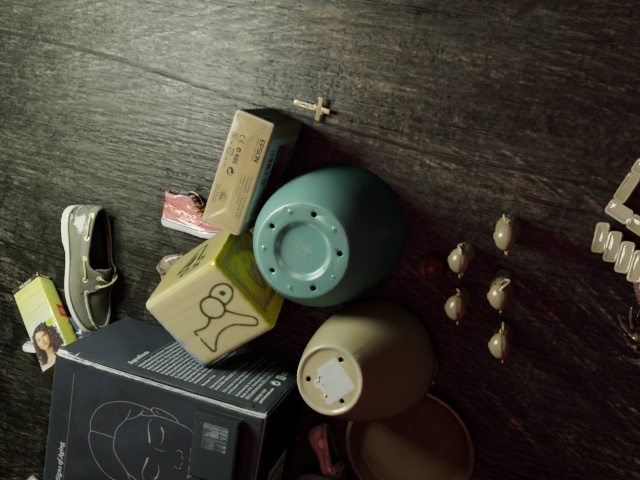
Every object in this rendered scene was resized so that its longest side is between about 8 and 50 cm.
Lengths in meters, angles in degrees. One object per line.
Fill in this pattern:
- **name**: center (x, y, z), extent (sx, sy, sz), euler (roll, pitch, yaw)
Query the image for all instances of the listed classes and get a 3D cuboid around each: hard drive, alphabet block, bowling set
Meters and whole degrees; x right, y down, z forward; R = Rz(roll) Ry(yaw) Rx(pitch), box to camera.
- **hard drive**: center (-0.199, 0.393, 1.363), extent (0.094, 0.022, 0.135), euler (11, 102, 15)
- **alphabet block**: center (-0.207, 0.109, 1.500), extent (0.197, 0.193, 0.192), euler (-30, 111, 24)
- **bowling set**: center (0.281, 0.089, 1.387), extent (0.200, 0.154, 0.286), euler (0, 100, 18)

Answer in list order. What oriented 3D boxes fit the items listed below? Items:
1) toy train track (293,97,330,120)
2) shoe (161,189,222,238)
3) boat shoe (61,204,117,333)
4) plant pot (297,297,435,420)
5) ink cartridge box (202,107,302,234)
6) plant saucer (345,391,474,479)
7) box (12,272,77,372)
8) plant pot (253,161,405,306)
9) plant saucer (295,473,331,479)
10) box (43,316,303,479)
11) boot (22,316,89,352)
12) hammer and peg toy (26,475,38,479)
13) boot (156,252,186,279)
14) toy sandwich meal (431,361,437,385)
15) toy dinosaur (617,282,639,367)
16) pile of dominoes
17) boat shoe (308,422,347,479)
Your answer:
- **toy train track**: center (-0.016, -0.278, 1.491), extent (0.083, 0.014, 0.048), euler (20, 113, 19)
- **shoe**: center (-0.270, -0.058, 1.586), extent (0.178, 0.063, 0.081), euler (14, 108, 19)
- **boat shoe**: center (-0.528, 0.067, 1.670), extent (0.091, 0.109, 0.304), euler (-3, 95, 23)
- **plant pot**: center (0.069, 0.247, 1.399), extent (0.257, 0.274, 0.256), euler (0, 89, 22)
- **ink cartridge box**: center (-0.134, -0.145, 1.457), extent (0.088, 0.193, 0.234), euler (23, 107, 11)
- **plant saucer**: center (0.191, 0.442, 1.543), extent (0.278, 0.041, 0.277), euler (4, 102, 17)
- **box**: center (-0.650, 0.195, 1.711), extent (0.087, 0.058, 0.232), euler (-37, 65, 8)
- **plant pot**: center (0.000, 0.000, 1.419), extent (0.293, 0.235, 0.292), euler (4, 102, 18)
- **plant saucer**: center (0.012, 0.607, 1.594), extent (0.195, 0.037, 0.194), euler (18, 127, 25)
- **box**: center (-0.322, 0.477, 1.578), extent (0.472, 0.297, 0.479), euler (13, 103, 13)
- **boot**: center (-0.647, 0.230, 1.769), extent (0.190, 0.069, 0.086), euler (-4, 87, 15)
- **hammer and peg toy**: center (-0.624, 0.738, 1.754), extent (0.361, 0.127, 0.266), euler (41, 154, 8)
- **boot**: center (-0.321, 0.085, 1.646), extent (0.087, 0.042, 0.118), euler (-27, 90, 27)
- **toy sandwich meal**: center (0.207, 0.270, 1.511), extent (0.086, 0.029, 0.085), euler (3, 101, 17)
- **toy dinosaur**: center (0.622, 0.104, 1.302), extent (0.200, 0.127, 0.295), euler (-16, 87, 32)
- **pile of dominoes**: center (0.603, -0.007, 1.261), extent (0.040, 0.251, 0.195), euler (17, 112, -32)
- **boat shoe**: center (0.026, 0.481, 1.598), extent (0.048, 0.056, 0.152), euler (-26, 84, 25)
